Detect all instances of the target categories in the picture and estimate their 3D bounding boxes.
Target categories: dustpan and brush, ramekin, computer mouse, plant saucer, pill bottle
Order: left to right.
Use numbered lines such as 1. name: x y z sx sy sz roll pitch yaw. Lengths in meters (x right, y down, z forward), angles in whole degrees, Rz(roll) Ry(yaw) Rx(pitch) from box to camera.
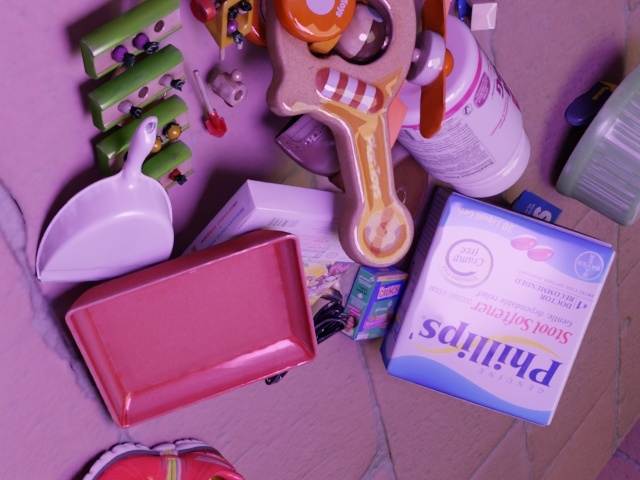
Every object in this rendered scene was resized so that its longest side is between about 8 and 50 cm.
1. dustpan and brush: -0.199 -0.040 1.175 0.147 0.060 0.211 -3 148 -34
2. plant saucer: -0.191 -0.157 1.185 0.083 0.015 0.083 -35 140 -36
3. plant saucer: -0.140 0.095 1.317 0.259 0.047 0.259 -19 143 -8
4. computer mouse: -0.058 0.126 1.500 0.184 0.060 0.262 -43 152 12
5. plant saucer: 0.100 -0.063 1.665 0.199 0.036 0.198 -36 141 -36
6. pill bottle: 0.178 -0.173 1.561 0.160 0.160 0.283 -59 146 -5
7. ramekin: 0.573 -0.172 2.082 0.303 0.148 0.303 -48 164 -18

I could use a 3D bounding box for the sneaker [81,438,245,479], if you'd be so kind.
1. sneaker: -0.194 0.316 1.448 0.279 0.118 0.107 -7 119 -54

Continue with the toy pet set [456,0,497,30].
1. toy pet set: 0.180 -0.324 1.578 0.114 0.065 0.122 -6 124 -10

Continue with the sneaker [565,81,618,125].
1. sneaker: 0.491 -0.234 2.088 0.144 0.053 0.059 -34 141 -36

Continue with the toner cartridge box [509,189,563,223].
1. toner cartridge box: 0.276 0.089 1.943 0.347 0.075 0.165 -59 175 -6

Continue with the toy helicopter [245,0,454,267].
1. toy helicopter: 0.055 -0.148 1.266 0.235 0.140 0.354 -13 101 -25

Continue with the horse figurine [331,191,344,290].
1. horse figurine: 0.000 0.000 1.537 0.263 0.066 0.174 -16 130 -43

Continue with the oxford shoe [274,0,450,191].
1. oxford shoe: 0.055 -0.243 1.374 0.133 0.130 0.363 26 70 -19

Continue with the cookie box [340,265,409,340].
1. cookie box: 0.080 0.093 1.751 0.092 0.040 0.107 -2 115 -55

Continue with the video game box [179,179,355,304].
1. video game box: -0.045 0.009 1.360 0.205 0.048 0.187 7 140 -38

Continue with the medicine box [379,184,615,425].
1. medicine box: 0.262 0.095 1.758 0.149 0.264 0.289 -97 -154 -83

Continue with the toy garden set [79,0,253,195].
1. toy garden set: -0.139 -0.147 1.193 0.204 0.049 0.244 -38 150 -29
